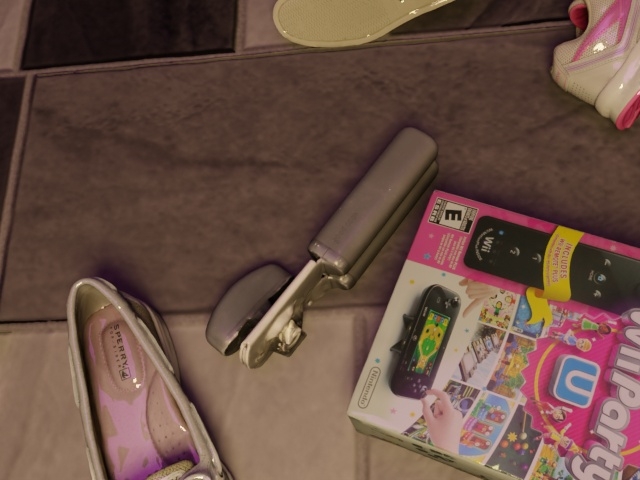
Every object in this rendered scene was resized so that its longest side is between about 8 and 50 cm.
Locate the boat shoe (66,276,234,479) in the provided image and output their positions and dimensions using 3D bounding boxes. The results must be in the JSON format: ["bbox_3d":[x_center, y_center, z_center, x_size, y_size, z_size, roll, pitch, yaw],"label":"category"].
[{"bbox_3d":[-0.153,0.181,0.756,0.118,0.103,0.320,-22,65,0],"label":"boat shoe"}]

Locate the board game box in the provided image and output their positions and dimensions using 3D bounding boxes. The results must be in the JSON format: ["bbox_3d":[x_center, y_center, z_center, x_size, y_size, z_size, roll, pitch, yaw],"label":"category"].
[{"bbox_3d":[0.205,0.107,0.732,0.303,0.097,0.224,18,71,16],"label":"board game box"}]

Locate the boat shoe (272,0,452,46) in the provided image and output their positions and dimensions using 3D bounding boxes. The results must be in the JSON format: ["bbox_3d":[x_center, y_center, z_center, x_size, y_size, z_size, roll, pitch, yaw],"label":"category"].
[{"bbox_3d":[0.062,-0.274,0.947,0.233,0.084,0.079,-16,27,10],"label":"boat shoe"}]

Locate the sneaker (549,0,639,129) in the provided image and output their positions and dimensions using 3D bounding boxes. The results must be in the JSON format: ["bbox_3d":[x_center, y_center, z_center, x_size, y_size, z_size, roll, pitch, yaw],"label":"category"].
[{"bbox_3d":[0.314,-0.238,0.860,0.111,0.103,0.252,28,73,18],"label":"sneaker"}]

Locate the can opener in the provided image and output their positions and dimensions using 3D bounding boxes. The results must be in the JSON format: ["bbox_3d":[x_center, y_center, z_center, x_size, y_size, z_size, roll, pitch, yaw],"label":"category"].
[{"bbox_3d":[0.000,0.000,0.825,0.095,0.076,0.283,33,74,20],"label":"can opener"}]
